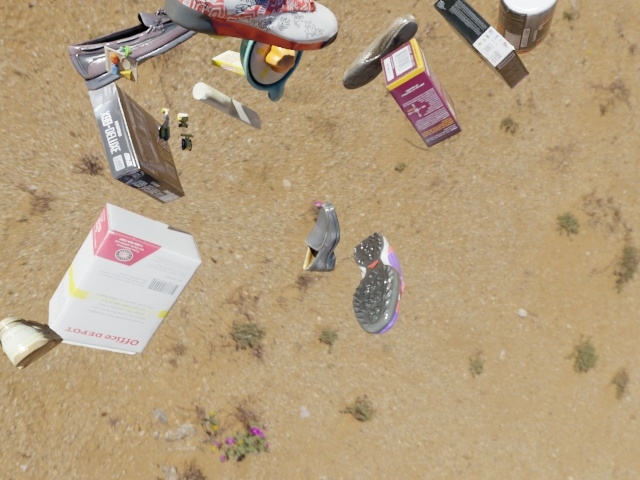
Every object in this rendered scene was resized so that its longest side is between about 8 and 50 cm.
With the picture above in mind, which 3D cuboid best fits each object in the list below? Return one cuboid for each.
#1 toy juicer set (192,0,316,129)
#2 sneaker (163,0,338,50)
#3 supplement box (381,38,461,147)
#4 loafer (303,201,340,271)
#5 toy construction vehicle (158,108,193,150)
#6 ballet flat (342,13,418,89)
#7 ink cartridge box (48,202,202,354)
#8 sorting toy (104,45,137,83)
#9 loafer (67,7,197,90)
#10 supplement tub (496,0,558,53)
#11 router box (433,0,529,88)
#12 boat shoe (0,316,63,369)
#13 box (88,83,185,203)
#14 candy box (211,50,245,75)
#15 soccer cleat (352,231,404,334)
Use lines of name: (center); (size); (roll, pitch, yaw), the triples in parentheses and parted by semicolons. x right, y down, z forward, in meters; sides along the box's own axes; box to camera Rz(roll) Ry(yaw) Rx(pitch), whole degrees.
toy juicer set: (-0.104, -0.310, 0.820); (0.209, 0.089, 0.329); (-19, 143, -50)
sneaker: (-0.060, -0.341, 0.657); (0.270, 0.145, 0.090); (-9, 55, -36)
supplement box: (0.207, -0.297, 1.029); (0.188, 0.081, 0.104); (42, 34, -40)
loafer: (0.000, 0.000, 1.022); (0.061, 0.062, 0.170); (-10, 127, -19)
toy construction vehicle: (-0.368, -0.285, 1.294); (0.086, 0.035, 0.098); (3, 84, -34)
ballet flat: (0.151, -0.502, 1.336); (0.084, 0.250, 0.058); (12, 47, -47)
ink cartridge box: (-0.573, 0.124, 1.464); (0.279, 0.160, 0.384); (24, 110, -38)
sorting toy: (-0.348, -0.313, 0.874); (0.062, 0.083, 0.012); (24, 58, -6)
loafer: (-0.368, -0.423, 1.036); (0.302, 0.109, 0.095); (-38, 125, -14)
supplement tub: (0.449, -0.495, 1.099); (0.117, 0.190, 0.117); (-2, 83, 16)
router box: (0.298, -0.370, 0.928); (0.046, 0.133, 0.179); (-43, 67, 23)
boat shoe: (-0.625, 0.211, 1.077); (0.104, 0.285, 0.089); (-40, 96, -30)
box: (-0.495, -0.252, 1.383); (0.077, 0.307, 0.242); (-20, 80, 3)
candy box: (-0.246, -0.580, 1.665); (0.206, 0.027, 0.105); (22, 44, 16)
soccer cleat: (0.135, 0.099, 1.052); (0.109, 0.318, 0.116); (-35, 111, 18)
